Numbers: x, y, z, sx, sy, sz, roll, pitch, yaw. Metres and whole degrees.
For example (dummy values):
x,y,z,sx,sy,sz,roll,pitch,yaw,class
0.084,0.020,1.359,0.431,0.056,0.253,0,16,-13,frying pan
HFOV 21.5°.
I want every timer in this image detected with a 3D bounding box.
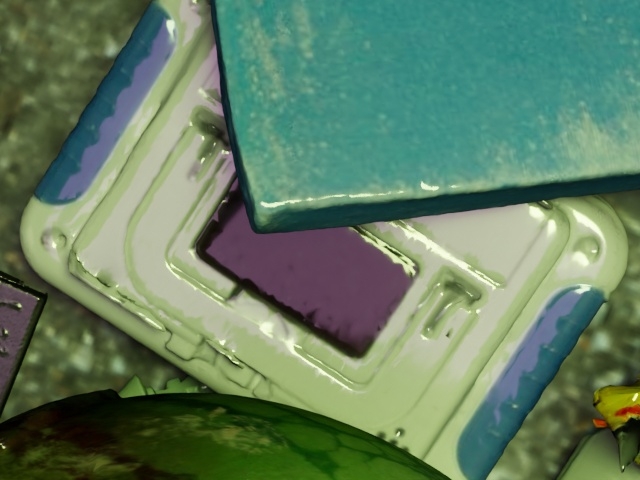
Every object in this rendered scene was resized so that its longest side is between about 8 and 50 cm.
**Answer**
x,y,z,sx,sy,sz,roll,pitch,yaw,class
0.000,0.000,0.788,0.253,0.078,0.178,32,97,1,timer

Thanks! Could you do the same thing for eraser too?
x,y,z,sx,sy,sz,roll,pitch,yaw,class
0.110,-0.088,0.737,0.312,0.042,0.144,-7,78,-10,eraser

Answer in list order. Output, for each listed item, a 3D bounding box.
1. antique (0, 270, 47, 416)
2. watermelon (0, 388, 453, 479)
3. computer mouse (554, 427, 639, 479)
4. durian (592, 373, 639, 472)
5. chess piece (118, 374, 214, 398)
x,y,z,sx,sy,sz,roll,pitch,yaw,class
-0.184,0.108,0.843,0.031,0.015,0.192,22,96,3,antique
-0.038,0.231,0.680,0.363,0.363,0.363,0,94,5,watermelon
0.127,0.166,0.802,0.089,0.056,0.181,34,96,-3,computer mouse
0.226,0.042,0.729,0.237,0.193,0.137,4,67,-17,durian
-0.120,0.101,0.816,0.149,0.059,0.059,-24,92,-10,chess piece
